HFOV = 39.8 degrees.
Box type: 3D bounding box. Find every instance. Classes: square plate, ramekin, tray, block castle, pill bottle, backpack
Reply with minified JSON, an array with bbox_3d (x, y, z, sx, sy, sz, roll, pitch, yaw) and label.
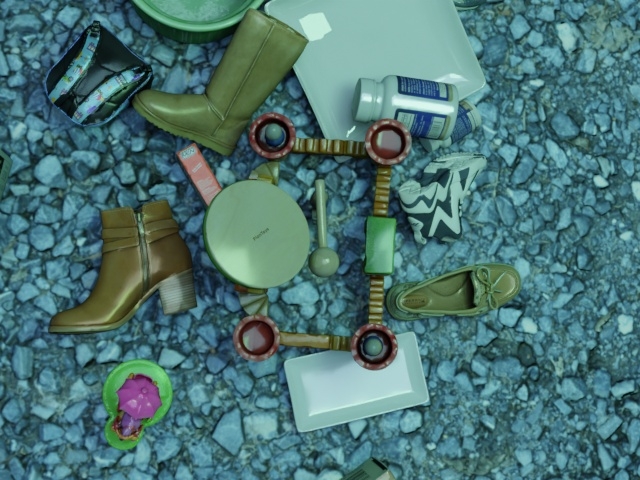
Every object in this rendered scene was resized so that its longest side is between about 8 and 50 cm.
[{"bbox_3d":[0.111,-0.380,1.737,0.347,0.049,0.344,-28,109,-5],"label":"square plate"},{"bbox_3d":[-0.239,-0.524,1.684,0.304,0.148,0.303,1,85,-10],"label":"ramekin"},{"bbox_3d":[0.070,0.275,1.734,0.271,0.030,0.145,-11,88,-11],"label":"tray"},{"bbox_3d":[0.000,0.000,1.625,0.303,0.213,0.452,4,87,0],"label":"block castle"},{"bbox_3d":[0.160,-0.257,1.693,0.187,0.112,0.111,7,84,-9],"label":"pill bottle"},{"bbox_3d":[-0.417,-0.292,1.647,0.158,0.117,0.173,40,79,-5],"label":"backpack"},{"bbox_3d":[0.260,-0.230,1.793,0.120,0.067,0.067,-32,92,-12],"label":"pill bottle"}]

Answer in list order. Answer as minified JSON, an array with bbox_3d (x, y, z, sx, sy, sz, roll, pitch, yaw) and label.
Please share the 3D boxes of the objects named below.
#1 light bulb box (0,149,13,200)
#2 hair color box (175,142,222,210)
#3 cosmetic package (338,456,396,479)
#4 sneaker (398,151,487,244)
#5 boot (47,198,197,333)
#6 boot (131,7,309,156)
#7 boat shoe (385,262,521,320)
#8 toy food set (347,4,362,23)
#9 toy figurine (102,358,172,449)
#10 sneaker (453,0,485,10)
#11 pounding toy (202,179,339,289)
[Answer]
[{"bbox_3d":[-0.695,-0.023,1.450,0.225,0.358,0.360,15,84,-7],"label":"light bulb box"},{"bbox_3d":[-0.223,-0.111,1.691,0.043,0.072,0.141,-32,92,-11],"label":"hair color box"},{"bbox_3d":[0.143,0.572,1.661,0.129,0.153,0.296,-33,93,-11],"label":"cosmetic package"},{"bbox_3d":[0.255,-0.075,1.775,0.235,0.094,0.153,-37,127,-40],"label":"sneaker"},{"bbox_3d":[-0.378,0.050,1.627,0.284,0.109,0.220,-15,89,-14],"label":"boot"},{"bbox_3d":[-0.187,-0.312,1.633,0.236,0.089,0.269,20,113,-37],"label":"boot"},{"bbox_3d":[0.275,0.107,1.756,0.285,0.089,0.104,-13,87,-12],"label":"boat shoe"},{"bbox_3d":[0.131,-0.452,1.795,0.218,0.071,0.128,-25,114,-10],"label":"toy food set"},{"bbox_3d":[-0.338,0.303,1.589,0.130,0.159,0.173,22,82,-8],"label":"toy figurine"},{"bbox_3d":[0.225,-0.565,1.787,0.283,0.122,0.110,30,80,-7],"label":"sneaker"},{"bbox_3d":[-0.099,-0.002,1.482,0.237,0.110,0.182,-6,78,-29],"label":"pounding toy"}]
